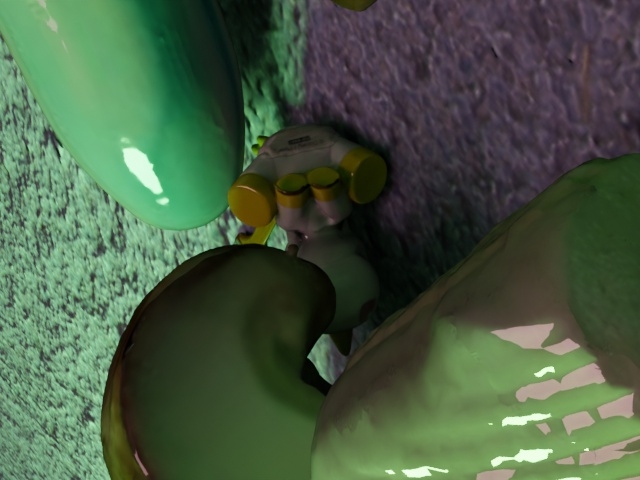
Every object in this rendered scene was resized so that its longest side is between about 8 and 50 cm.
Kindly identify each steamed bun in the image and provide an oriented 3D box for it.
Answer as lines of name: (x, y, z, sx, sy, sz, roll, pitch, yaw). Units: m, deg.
steamed bun: (0.195, 0.144, 0.507, 0.383, 0.236, 0.247, 52, 140, 5)

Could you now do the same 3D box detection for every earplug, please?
earplug: (-0.137, -0.151, 0.808, 0.185, 0.185, 0.324, 14, 134, 51)

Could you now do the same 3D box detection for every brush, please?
brush: (-0.050, -0.002, 0.964, 0.043, 0.014, 0.170, 53, 147, 18)

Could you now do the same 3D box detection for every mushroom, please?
mushroom: (-0.019, 0.179, 0.782, 0.397, 0.314, 0.224, 138, 147, -63)

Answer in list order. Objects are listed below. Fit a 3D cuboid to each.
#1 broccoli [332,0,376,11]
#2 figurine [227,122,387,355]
broccoli: (0.061, -0.214, 0.484, 0.252, 0.221, 0.361, 35, 161, -28)
figurine: (0.002, 0.004, 0.833, 0.129, 0.109, 0.178, -128, 19, -73)
